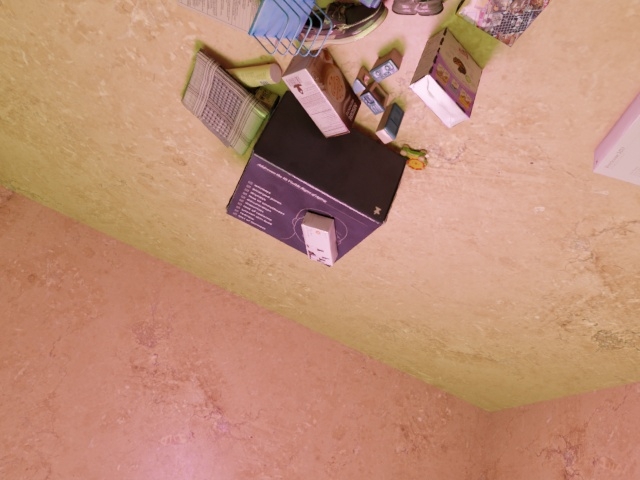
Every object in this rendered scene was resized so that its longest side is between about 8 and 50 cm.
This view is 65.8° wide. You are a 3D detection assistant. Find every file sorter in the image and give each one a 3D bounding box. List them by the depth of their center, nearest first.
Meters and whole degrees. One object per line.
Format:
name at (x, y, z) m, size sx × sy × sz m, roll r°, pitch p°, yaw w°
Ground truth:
file sorter at (-0.071, -0.539, 1.254) m, size 0.104 × 0.170 × 0.118 m, roll 52°, pitch 132°, yaw 17°

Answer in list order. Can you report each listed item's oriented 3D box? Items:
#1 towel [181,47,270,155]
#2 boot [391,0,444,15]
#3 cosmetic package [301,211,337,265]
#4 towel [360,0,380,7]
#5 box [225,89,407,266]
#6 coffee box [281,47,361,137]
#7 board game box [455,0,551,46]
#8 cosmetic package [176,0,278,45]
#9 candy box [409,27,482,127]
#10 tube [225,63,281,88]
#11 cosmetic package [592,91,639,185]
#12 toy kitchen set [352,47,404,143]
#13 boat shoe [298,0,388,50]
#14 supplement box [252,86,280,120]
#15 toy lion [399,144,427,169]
towel at (-0.348, -0.463, 1.734) m, size 0.312 × 0.056 × 0.324 m, roll 41°, pitch 150°, yaw -7°
boot at (0.179, -0.619, 1.196) m, size 0.246 × 0.083 × 0.161 m, roll 16°, pitch 155°, yaw 14°
cosmetic package at (0.000, 0.000, 1.715) m, size 0.098 × 0.060 × 0.239 m, roll 14°, pitch 152°, yaw 14°
towel at (0.108, -0.704, 1.045) m, size 0.243 × 0.040 × 0.336 m, roll 35°, pitch 130°, yaw -5°
box at (-0.034, -0.191, 1.777) m, size 0.480 × 0.297 × 0.472 m, roll 28°, pitch 154°, yaw -10°
coffee box at (0.009, -0.454, 1.503) m, size 0.098 × 0.141 × 0.246 m, roll -6°, pitch 141°, yaw 38°
board game box at (0.443, -0.577, 1.118) m, size 0.165 × 0.042 × 0.243 m, roll 27°, pitch 149°, yaw -7°
cosmetic package at (-0.224, -0.669, 1.326) m, size 0.296 × 0.129 × 0.153 m, roll 24°, pitch 147°, yaw -2°
candy box at (0.330, -0.422, 1.285) m, size 0.165 × 0.196 × 0.070 m, roll 38°, pitch 147°, yaw -24°
tube at (-0.236, -0.536, 1.623) m, size 0.240 × 0.062 × 0.070 m, roll 5°, pitch 102°, yaw 36°
cosmetic package at (0.916, -0.278, 1.229) m, size 0.284 × 0.097 × 0.377 m, roll 17°, pitch 149°, yaw 6°
toy kitchen set at (0.204, -0.418, 1.448) m, size 0.207 × 0.122 × 0.166 m, roll 40°, pitch 145°, yaw -28°
boat shoe at (0.042, -0.584, 1.316) m, size 0.285 × 0.103 × 0.092 m, roll 3°, pitch 150°, yaw 40°
supplement box at (-0.194, -0.468, 1.694) m, size 0.083 × 0.056 × 0.083 m, roll 25°, pitch 150°, yaw -5°
toy lion at (0.317, -0.277, 1.692) m, size 0.100 × 0.034 × 0.096 m, roll 19°, pitch 157°, yaw 6°
